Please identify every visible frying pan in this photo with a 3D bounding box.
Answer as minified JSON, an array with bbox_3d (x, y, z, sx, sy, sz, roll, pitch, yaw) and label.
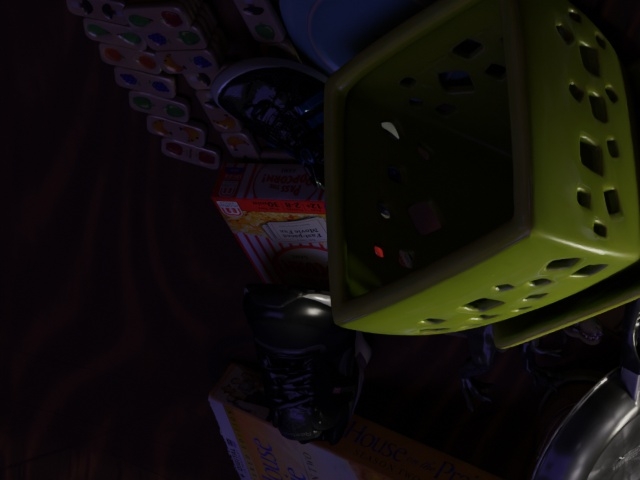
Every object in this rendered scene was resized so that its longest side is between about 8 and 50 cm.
[{"bbox_3d":[0.302,0.143,1.627,0.053,0.197,0.326,39,113,31],"label":"frying pan"}]

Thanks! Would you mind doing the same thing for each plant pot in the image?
[{"bbox_3d":[0.150,-0.045,1.334,0.207,0.228,0.227,18,150,-35],"label":"plant pot"}]

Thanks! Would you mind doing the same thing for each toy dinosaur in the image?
[{"bbox_3d":[0.172,0.103,1.682,0.268,0.064,0.118,-5,124,34],"label":"toy dinosaur"}]

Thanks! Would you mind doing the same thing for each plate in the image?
[{"bbox_3d":[0.053,-0.169,1.402,0.188,0.024,0.188,13,144,10],"label":"plate"}]

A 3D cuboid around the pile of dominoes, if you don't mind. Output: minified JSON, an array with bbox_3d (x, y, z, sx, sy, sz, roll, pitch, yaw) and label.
[{"bbox_3d":[-0.102,-0.129,1.514,0.196,0.040,0.251,1,142,27],"label":"pile of dominoes"}]

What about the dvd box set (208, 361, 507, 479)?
[{"bbox_3d":[0.087,0.313,1.903,0.420,0.062,0.308,21,148,29],"label":"dvd box set"}]

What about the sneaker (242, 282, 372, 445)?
[{"bbox_3d":[-0.010,0.130,1.681,0.107,0.124,0.283,5,162,17],"label":"sneaker"}]

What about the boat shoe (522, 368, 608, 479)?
[{"bbox_3d":[0.268,0.251,1.792,0.110,0.104,0.307,13,145,11],"label":"boat shoe"}]

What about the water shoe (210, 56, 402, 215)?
[{"bbox_3d":[0.001,-0.090,1.460,0.203,0.080,0.073,22,128,-24],"label":"water shoe"}]

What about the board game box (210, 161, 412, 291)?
[{"bbox_3d":[0.000,0.000,1.629,0.146,0.045,0.193,2,146,25],"label":"board game box"}]
